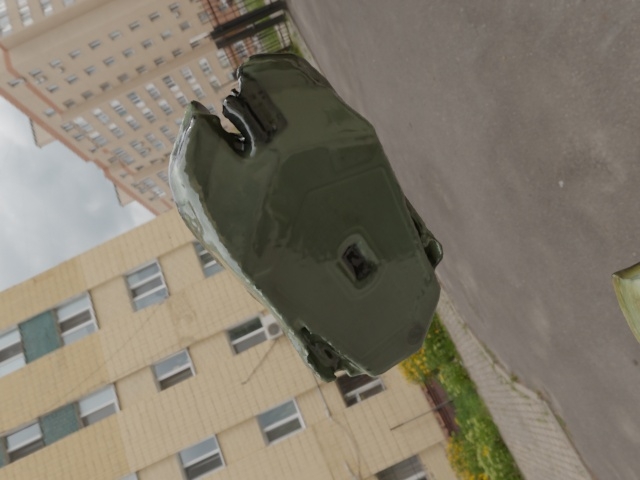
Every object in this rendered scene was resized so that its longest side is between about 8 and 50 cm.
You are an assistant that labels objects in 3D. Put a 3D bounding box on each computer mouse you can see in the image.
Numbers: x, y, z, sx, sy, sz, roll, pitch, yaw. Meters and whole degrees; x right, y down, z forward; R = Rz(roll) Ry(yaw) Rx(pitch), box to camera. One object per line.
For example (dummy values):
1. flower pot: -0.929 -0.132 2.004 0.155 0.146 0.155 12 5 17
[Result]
1. computer mouse: -0.003 -0.003 0.566 0.145 0.228 0.429 27 158 51

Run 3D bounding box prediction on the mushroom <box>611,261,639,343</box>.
1. mushroom: 0.422 0.070 0.409 0.292 0.217 0.212 26 -133 -67
